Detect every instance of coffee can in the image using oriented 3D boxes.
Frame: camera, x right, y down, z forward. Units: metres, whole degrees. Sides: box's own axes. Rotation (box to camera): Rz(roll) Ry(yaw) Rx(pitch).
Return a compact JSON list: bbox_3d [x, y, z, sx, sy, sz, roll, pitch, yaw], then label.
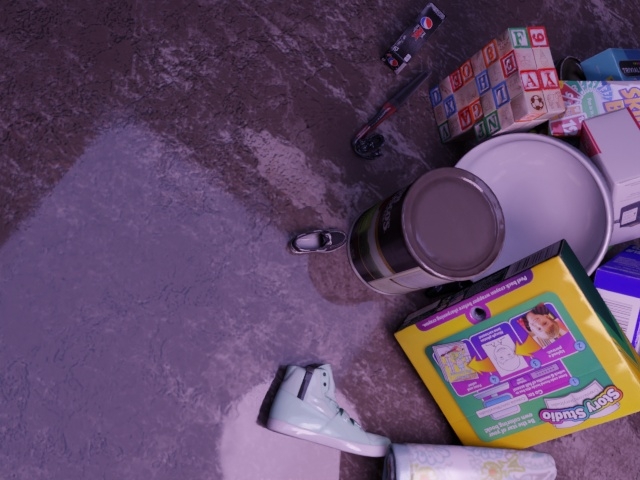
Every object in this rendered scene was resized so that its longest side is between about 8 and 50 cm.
[{"bbox_3d":[0.191,-0.006,1.227,0.202,0.275,0.201,4,78,-17],"label":"coffee can"}]

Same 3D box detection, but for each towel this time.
[{"bbox_3d":[0.262,0.568,1.172,0.321,0.090,0.374,7,86,-12],"label":"towel"}]

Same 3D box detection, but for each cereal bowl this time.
[{"bbox_3d":[0.424,-0.051,1.305,0.141,0.339,0.339,-12,82,-55],"label":"cereal bowl"}]

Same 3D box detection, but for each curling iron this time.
[{"bbox_3d":[0.161,-0.280,1.397,0.068,0.035,0.274,41,71,-11],"label":"curling iron"}]

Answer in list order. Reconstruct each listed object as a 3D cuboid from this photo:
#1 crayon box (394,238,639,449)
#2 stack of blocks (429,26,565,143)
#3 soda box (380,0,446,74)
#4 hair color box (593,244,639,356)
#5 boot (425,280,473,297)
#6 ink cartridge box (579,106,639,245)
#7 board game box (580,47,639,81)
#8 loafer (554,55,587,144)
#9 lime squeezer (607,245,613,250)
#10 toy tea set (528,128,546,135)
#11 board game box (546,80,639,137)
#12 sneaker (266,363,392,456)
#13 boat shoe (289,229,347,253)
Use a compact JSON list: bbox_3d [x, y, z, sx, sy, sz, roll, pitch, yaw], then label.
[{"bbox_3d":[0.376,0.221,1.213,0.313,0.363,0.106,57,31,-2],"label":"crayon box"},{"bbox_3d":[0.352,-0.291,1.321,0.087,0.297,0.171,-9,83,-21],"label":"stack of blocks"},{"bbox_3d":[0.209,-0.454,1.432,0.053,0.060,0.169,41,71,-6],"label":"soda box"},{"bbox_3d":[0.642,0.128,1.320,0.339,0.110,0.185,-14,115,-55],"label":"hair color box"},{"bbox_3d":[0.293,0.111,1.361,0.121,0.045,0.099,-39,90,-27],"label":"boot"},{"bbox_3d":[0.607,-0.125,1.311,0.100,0.237,0.172,-16,56,9],"label":"ink cartridge box"},{"bbox_3d":[0.764,-0.287,1.522,0.254,0.079,0.336,-16,85,-44],"label":"board game box"},{"bbox_3d":[0.606,-0.343,1.511,0.094,0.087,0.251,16,62,-15],"label":"loafer"},{"bbox_3d":[0.576,0.124,1.426,0.110,0.059,0.310,7,101,-10],"label":"lime squeezer"},{"bbox_3d":[0.502,-0.087,1.452,0.200,0.124,0.336,-13,79,-49],"label":"toy tea set"},{"bbox_3d":[0.636,-0.287,1.405,0.259,0.039,0.124,3,90,7],"label":"board game box"},{"bbox_3d":[0.037,0.318,1.215,0.256,0.094,0.151,21,71,-15],"label":"sneaker"},{"bbox_3d":[0.000,0.000,1.290,0.125,0.038,0.046,-5,81,-19],"label":"boat shoe"}]
